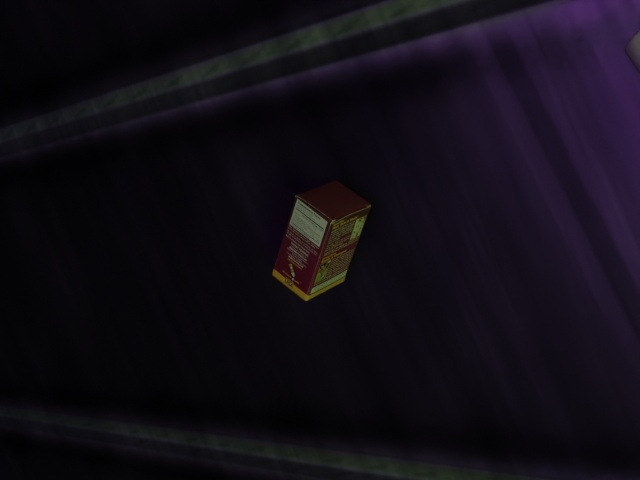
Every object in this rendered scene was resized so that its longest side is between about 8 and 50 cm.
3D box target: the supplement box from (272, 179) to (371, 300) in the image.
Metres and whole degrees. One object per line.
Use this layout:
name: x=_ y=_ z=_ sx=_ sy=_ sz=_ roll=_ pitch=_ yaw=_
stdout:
supplement box: x=0.000 y=0.000 z=0.698 sx=0.043 sy=0.055 sz=0.083 roll=37 pitch=127 yaw=26

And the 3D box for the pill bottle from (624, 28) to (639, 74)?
pill bottle: x=0.240 y=-0.049 z=0.429 sx=0.108 sy=0.108 sz=0.180 roll=-40 pitch=79 yaw=43
